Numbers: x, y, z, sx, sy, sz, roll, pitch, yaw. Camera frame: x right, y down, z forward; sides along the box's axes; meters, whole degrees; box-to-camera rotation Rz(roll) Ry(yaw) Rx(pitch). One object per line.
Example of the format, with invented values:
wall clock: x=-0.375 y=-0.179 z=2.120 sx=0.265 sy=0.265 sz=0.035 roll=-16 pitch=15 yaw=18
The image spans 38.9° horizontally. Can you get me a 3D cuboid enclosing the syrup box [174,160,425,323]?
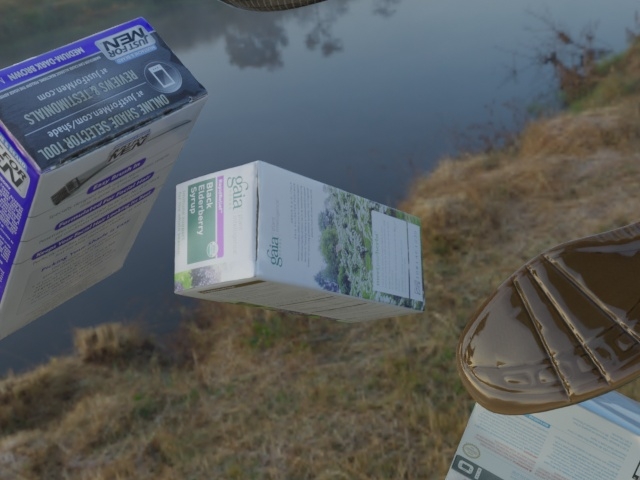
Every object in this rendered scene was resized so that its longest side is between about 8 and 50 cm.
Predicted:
syrup box: x=-0.011 y=0.010 z=0.788 sx=0.096 sy=0.093 sz=0.237 roll=-12 pitch=-18 yaw=38

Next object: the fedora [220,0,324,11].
fedora: x=0.023 y=-0.222 z=0.382 sx=0.275 sy=0.124 sz=0.243 roll=-17 pitch=43 yaw=29

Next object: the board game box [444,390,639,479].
board game box: x=0.231 y=0.293 z=0.897 sx=0.224 sy=0.303 sz=0.097 roll=27 pitch=16 yaw=26

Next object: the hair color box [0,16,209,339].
hair color box: x=-0.255 y=-0.046 z=0.886 sx=0.185 sy=0.110 sz=0.339 roll=-35 pitch=-8 yaw=-39

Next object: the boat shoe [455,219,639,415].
boat shoe: x=0.273 y=0.038 z=0.741 sx=0.342 sy=0.123 sz=0.123 roll=-38 pitch=62 yaw=12
